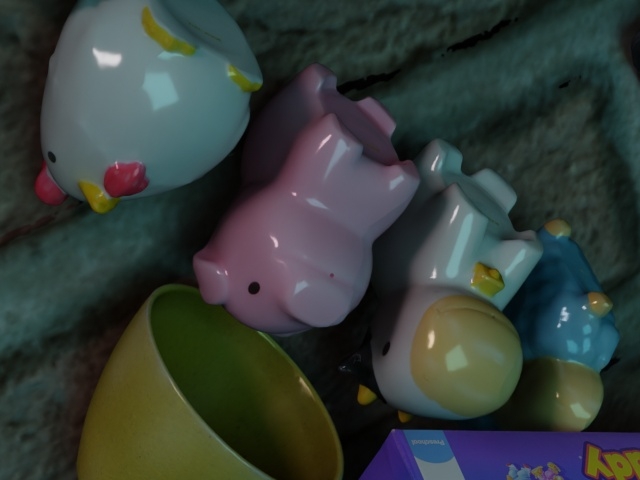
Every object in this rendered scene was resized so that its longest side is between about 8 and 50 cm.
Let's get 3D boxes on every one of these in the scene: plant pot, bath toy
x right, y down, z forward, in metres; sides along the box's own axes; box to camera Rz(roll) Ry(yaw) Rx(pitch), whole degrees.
[{"bbox_3d":[-0.068,0.103,0.760,0.134,0.134,0.095,35,111,-32],"label":"plant pot"},{"bbox_3d":[0.000,0.000,0.762,0.348,0.151,0.129,31,117,-30],"label":"bath toy"}]

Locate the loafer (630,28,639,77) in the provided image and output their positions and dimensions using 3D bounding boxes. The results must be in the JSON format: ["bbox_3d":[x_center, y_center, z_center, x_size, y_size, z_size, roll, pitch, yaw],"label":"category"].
[{"bbox_3d":[0.310,-0.049,0.932,0.095,0.109,0.302,-49,118,-13],"label":"loafer"}]

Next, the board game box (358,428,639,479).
[{"bbox_3d":[0.148,0.210,0.864,0.347,0.078,0.233,4,134,-30],"label":"board game box"}]
